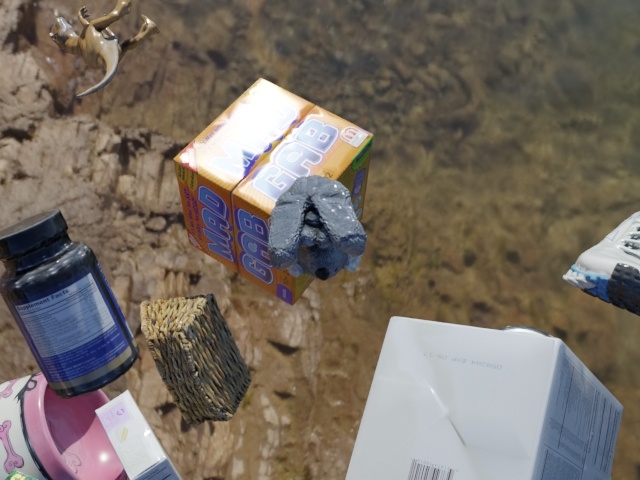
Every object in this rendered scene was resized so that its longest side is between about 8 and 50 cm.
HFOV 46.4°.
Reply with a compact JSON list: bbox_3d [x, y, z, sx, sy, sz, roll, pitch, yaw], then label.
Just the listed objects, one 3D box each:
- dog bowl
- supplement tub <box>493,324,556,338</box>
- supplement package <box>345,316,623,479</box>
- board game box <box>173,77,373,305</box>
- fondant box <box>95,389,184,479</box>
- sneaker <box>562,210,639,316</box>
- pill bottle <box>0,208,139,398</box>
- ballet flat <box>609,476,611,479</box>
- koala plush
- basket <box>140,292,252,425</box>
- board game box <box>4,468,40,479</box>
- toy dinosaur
[{"bbox_3d":[-0.630,0.496,1.835,0.150,0.408,0.408,-30,72,8],"label":"dog bowl"},{"bbox_3d":[0.394,0.273,1.460,0.207,0.338,0.207,-3,81,17],"label":"supplement tub"},{"bbox_3d":[0.198,0.231,0.852,0.199,0.262,0.198,4,68,38],"label":"supplement package"},{"bbox_3d":[-0.115,-0.126,1.954,0.356,0.356,0.356,29,58,17],"label":"board game box"},{"bbox_3d":[-0.405,0.553,1.807,0.096,0.330,0.238,-30,45,-18],"label":"fondant box"},{"bbox_3d":[0.232,0.009,0.548,0.071,0.190,0.083,29,102,21],"label":"sneaker"},{"bbox_3d":[-0.326,0.078,0.946,0.122,0.123,0.219,-26,107,-17],"label":"pill bottle"},{"bbox_3d":[0.429,0.325,1.212,0.083,0.087,0.247,-9,80,20],"label":"ballet flat"},{"bbox_3d":[0.000,0.000,1.538,0.196,0.221,0.203,-11,52,5],"label":"koala plush"},{"bbox_3d":[-0.343,0.309,1.848,0.223,0.299,0.213,-8,28,24],"label":"basket"},{"bbox_3d":[-0.577,0.580,1.557,0.259,0.030,0.136,16,43,16],"label":"board game box"},{"bbox_3d":[-0.228,-0.204,0.798,0.112,0.064,0.211,-47,41,-2],"label":"toy dinosaur"}]
